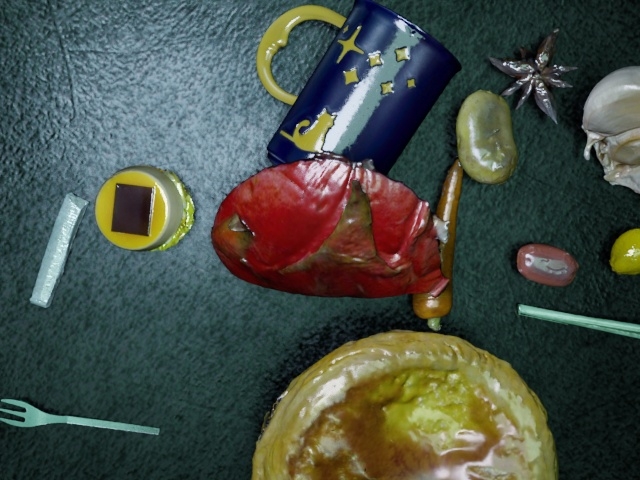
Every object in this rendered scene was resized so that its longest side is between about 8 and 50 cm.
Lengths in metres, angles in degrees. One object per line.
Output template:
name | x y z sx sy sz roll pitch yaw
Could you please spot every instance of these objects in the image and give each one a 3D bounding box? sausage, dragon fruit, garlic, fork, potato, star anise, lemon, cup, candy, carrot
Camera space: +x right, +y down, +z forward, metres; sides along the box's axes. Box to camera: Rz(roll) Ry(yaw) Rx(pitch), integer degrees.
sausage | 0.336 0.037 1.517 0.094 0.054 0.059 15 93 -5
dragon fruit | 0.000 0.000 1.366 0.343 0.100 0.282 5 139 12
garlic | 0.485 -0.168 1.477 0.229 0.178 0.143 44 59 -23
fork | -0.354 0.264 1.500 0.235 0.021 0.039 8 97 -5
potato | 0.241 -0.147 1.484 0.091 0.070 0.138 -2 80 -21
star anise | 0.320 -0.230 1.491 0.124 0.056 0.129 -21 93 9
lemon | 0.471 0.015 1.522 0.092 0.065 0.065 -37 96 -1
cup | 0.031 -0.199 1.449 0.178 0.255 0.256 30 95 -43
candy | 0.461 0.133 1.532 0.335 0.092 0.093 11 130 2
carrot | 0.175 0.005 1.503 0.061 0.061 0.257 7 89 -5

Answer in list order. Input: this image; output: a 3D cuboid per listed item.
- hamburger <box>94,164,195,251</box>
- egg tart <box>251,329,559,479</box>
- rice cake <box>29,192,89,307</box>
hamburger | -0.250 -0.045 1.455 0.141 0.081 0.127 -9 93 9
egg tart | 0.116 0.338 1.464 0.443 0.178 0.443 0 96 -2
rice cake | -0.378 0.015 1.475 0.033 0.029 0.171 20 92 1
